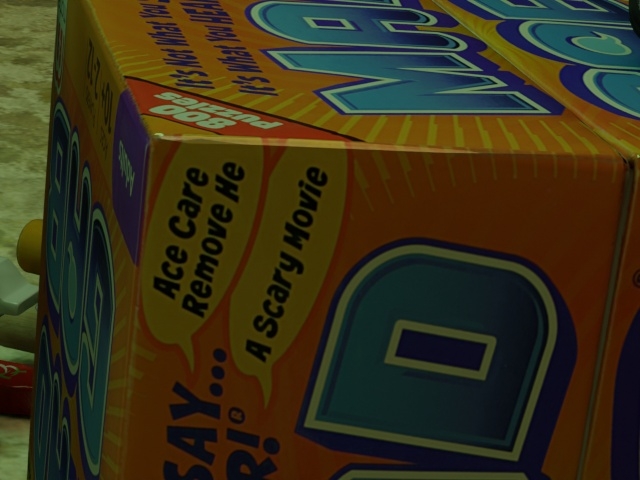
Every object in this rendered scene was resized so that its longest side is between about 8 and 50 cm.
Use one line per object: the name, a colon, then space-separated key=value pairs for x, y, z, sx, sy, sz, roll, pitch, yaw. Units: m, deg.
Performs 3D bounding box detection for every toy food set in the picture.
toy food set: x=-0.192 y=0.066 z=1.194 sx=0.105 sy=0.111 sz=0.232 roll=11 pitch=17 yaw=14

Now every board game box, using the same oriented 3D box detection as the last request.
board game box: x=0.056 y=0.076 z=0.865 sx=0.356 sy=0.356 sz=0.356 roll=2 pitch=19 yaw=-14

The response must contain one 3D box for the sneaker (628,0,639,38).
sneaker: x=0.223 y=-0.120 z=0.822 sx=0.211 sy=0.080 sz=0.081 roll=-9 pitch=22 yaw=-39
